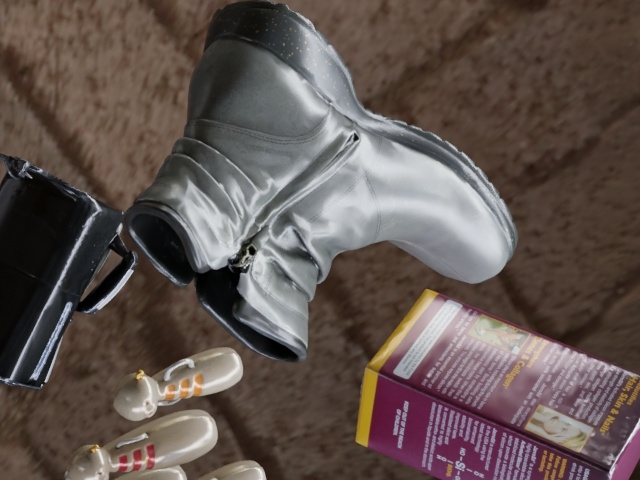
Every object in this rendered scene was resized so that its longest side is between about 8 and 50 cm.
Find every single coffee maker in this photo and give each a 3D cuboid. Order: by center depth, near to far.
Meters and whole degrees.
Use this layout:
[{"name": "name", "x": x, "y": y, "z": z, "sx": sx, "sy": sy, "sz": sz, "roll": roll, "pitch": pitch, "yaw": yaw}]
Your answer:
[{"name": "coffee maker", "x": -0.263, "y": 0.026, "z": 1.476, "sx": 0.171, "sy": 0.120, "sz": 0.178, "roll": 30, "pitch": 86, "yaw": -47}]

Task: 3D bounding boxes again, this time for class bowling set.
[{"name": "bowling set", "x": -0.139, "y": 0.250, "z": 1.606, "sx": 0.154, "sy": 0.287, "sz": 0.200, "roll": -16, "pitch": 57, "yaw": -31}]

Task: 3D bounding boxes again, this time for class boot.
[{"name": "boot", "x": 0.000, "y": 0.000, "z": 0.931, "sx": 0.246, "sy": 0.083, "sz": 0.161, "roll": 38, "pitch": 57, "yaw": -33}]

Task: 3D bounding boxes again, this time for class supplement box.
[{"name": "supplement box", "x": 0.133, "y": 0.123, "z": 1.225, "sx": 0.188, "sy": 0.080, "sz": 0.104, "roll": 22, "pitch": 43, "yaw": 18}]
